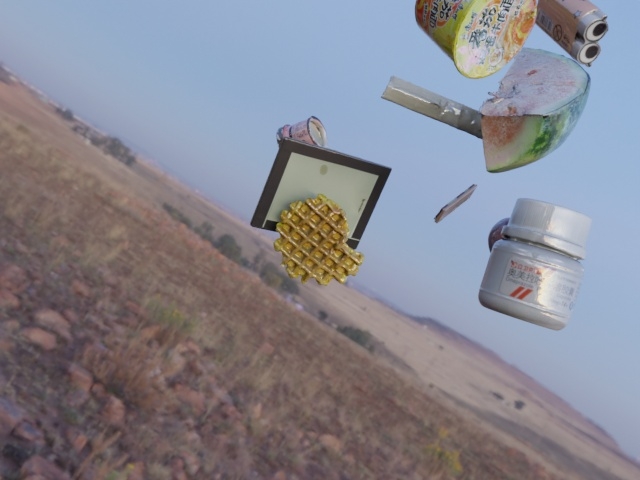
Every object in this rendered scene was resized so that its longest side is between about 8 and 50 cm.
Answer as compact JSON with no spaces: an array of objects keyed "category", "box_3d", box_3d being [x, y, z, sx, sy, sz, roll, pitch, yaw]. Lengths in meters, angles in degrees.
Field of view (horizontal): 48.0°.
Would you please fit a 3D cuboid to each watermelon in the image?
[{"category":"watermelon","box_3d":[0.410,-0.264,1.394,0.180,0.305,0.224,43,-45,-7]}]

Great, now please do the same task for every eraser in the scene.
[{"category":"eraser","box_3d":[0.776,-0.682,2.252,0.087,0.171,0.291,-8,41,-12]}]

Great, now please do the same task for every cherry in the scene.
[{"category":"cherry","box_3d":[0.641,0.005,2.415,0.140,0.176,0.176,-17,-36,39]}]

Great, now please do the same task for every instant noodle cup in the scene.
[{"category":"instant noodle cup","box_3d":[0.369,-0.561,1.782,0.200,0.264,0.264,49,9,37]}]

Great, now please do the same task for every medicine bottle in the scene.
[{"category":"medicine bottle","box_3d":[0.570,0.061,1.897,0.245,0.306,0.245,17,0,0]}]

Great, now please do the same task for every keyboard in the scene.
[{"category":"keyboard","box_3d":[0.349,-0.097,1.860,0.017,0.166,0.055,42,-42,17]}]

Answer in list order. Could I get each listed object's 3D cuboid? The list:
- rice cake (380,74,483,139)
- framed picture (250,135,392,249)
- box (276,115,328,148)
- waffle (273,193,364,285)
[{"category":"rice cake","box_3d":[0.244,-0.270,1.476,0.256,0.057,0.052,19,-39,-12]},{"category":"framed picture","box_3d":[0.005,-0.120,1.953,0.347,0.265,0.016,12,21,-29]},{"category":"box","box_3d":[-0.056,-0.345,2.469,0.151,0.135,0.151,39,39,-41]},{"category":"waffle","box_3d":[0.000,0.000,1.917,0.248,0.253,0.056,8,21,-1]}]
